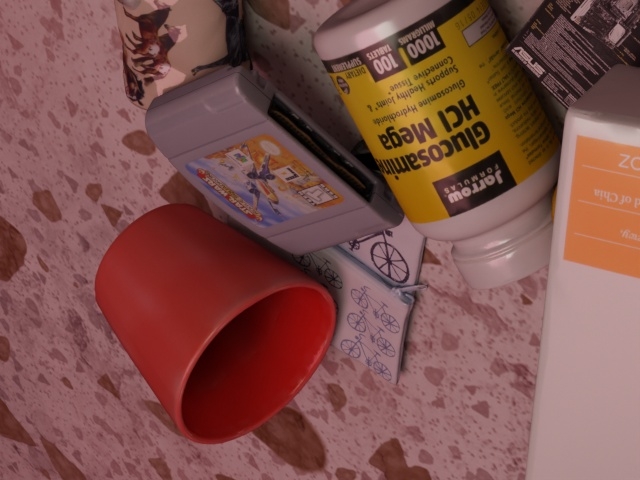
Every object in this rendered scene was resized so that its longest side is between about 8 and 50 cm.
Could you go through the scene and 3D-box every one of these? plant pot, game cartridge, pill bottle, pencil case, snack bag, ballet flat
[{"bbox_3d":[-0.155,0.093,2.153,0.243,0.275,0.275,42,144,30],"label":"plant pot"},{"bbox_3d":[-0.063,-0.088,1.960,0.198,0.062,0.297,-21,131,41],"label":"game cartridge"},{"bbox_3d":[0.147,-0.122,1.750,0.188,0.188,0.334,-13,112,50],"label":"pill bottle"},{"bbox_3d":[-0.190,-0.341,1.927,0.184,0.160,0.410,9,129,21],"label":"pencil case"},{"bbox_3d":[0.000,0.000,2.135,0.323,0.037,0.342,33,140,22],"label":"snack bag"},{"bbox_3d":[0.111,-0.078,1.941,0.173,0.049,0.057,23,136,32],"label":"ballet flat"}]

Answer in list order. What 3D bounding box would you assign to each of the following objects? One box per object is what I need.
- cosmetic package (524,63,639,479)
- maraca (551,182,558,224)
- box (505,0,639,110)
[{"bbox_3d":[0.336,0.085,1.522,0.230,0.161,0.453,13,117,23],"label":"cosmetic package"},{"bbox_3d":[0.301,-0.025,1.695,0.099,0.186,0.127,-19,78,23],"label":"maraca"},{"bbox_3d":[0.360,-0.167,1.586,0.307,0.076,0.242,45,143,6],"label":"box"}]
